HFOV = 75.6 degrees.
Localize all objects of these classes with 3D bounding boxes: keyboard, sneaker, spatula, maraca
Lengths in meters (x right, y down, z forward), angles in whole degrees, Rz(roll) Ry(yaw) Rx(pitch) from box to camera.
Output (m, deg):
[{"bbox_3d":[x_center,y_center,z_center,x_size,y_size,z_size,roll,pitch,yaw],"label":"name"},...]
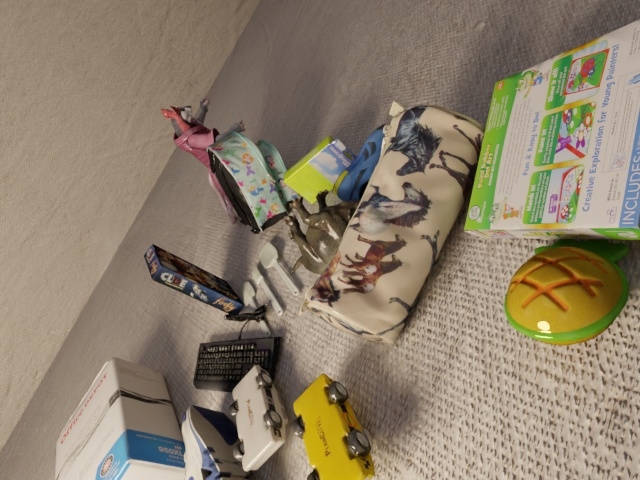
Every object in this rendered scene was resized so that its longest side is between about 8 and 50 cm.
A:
[{"bbox_3d":[-0.205,0.254,0.983,0.317,0.033,0.202,-16,55,42],"label":"keyboard"},{"bbox_3d":[0.116,-0.166,0.928,0.082,0.069,0.209,30,77,23],"label":"sneaker"},{"bbox_3d":[-0.133,0.116,1.024,0.168,0.019,0.242,-55,34,6],"label":"spatula"},{"bbox_3d":[0.297,0.051,0.498,0.127,0.099,0.186,0,37,47],"label":"maraca"},{"bbox_3d":[-0.218,0.466,0.755,0.182,0.127,0.315,-54,36,-1],"label":"sneaker"}]

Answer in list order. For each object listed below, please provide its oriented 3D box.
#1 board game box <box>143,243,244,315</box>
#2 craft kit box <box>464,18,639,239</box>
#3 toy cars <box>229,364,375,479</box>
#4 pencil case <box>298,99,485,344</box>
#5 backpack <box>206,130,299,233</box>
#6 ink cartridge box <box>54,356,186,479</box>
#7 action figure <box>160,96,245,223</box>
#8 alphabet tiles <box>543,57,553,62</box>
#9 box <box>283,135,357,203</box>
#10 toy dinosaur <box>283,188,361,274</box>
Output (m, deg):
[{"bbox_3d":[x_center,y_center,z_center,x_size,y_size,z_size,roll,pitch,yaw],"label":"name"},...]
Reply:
[{"bbox_3d":[-0.330,0.105,1.079,0.042,0.243,0.165,-56,35,-1],"label":"board game box"},{"bbox_3d":[0.317,-0.125,0.543,0.246,0.061,0.250,5,80,64],"label":"craft kit box"},{"bbox_3d":[-0.037,0.319,0.699,0.393,0.087,0.176,-14,48,49],"label":"toy cars"},{"bbox_3d":[0.120,-0.024,0.697,0.183,0.160,0.410,25,82,14],"label":"pencil case"},{"bbox_3d":[-0.192,-0.175,1.133,0.191,0.253,0.225,-39,32,-9],"label":"backpack"},{"bbox_3d":[-0.499,0.524,1.013,0.285,0.166,0.395,-56,35,-1],"label":"ink cartridge box"},{"bbox_3d":[-0.347,-0.277,1.292,0.276,0.370,0.248,-52,36,3],"label":"action figure"},{"bbox_3d":[0.333,-0.156,0.606,0.198,0.009,0.237,36,109,66],"label":"alphabet tiles"},{"bbox_3d":[0.007,-0.175,1.012,0.178,0.109,0.042,-34,39,29],"label":"box"},{"bbox_3d":[0.000,0.000,0.868,0.160,0.121,0.313,52,123,21],"label":"toy dinosaur"}]
